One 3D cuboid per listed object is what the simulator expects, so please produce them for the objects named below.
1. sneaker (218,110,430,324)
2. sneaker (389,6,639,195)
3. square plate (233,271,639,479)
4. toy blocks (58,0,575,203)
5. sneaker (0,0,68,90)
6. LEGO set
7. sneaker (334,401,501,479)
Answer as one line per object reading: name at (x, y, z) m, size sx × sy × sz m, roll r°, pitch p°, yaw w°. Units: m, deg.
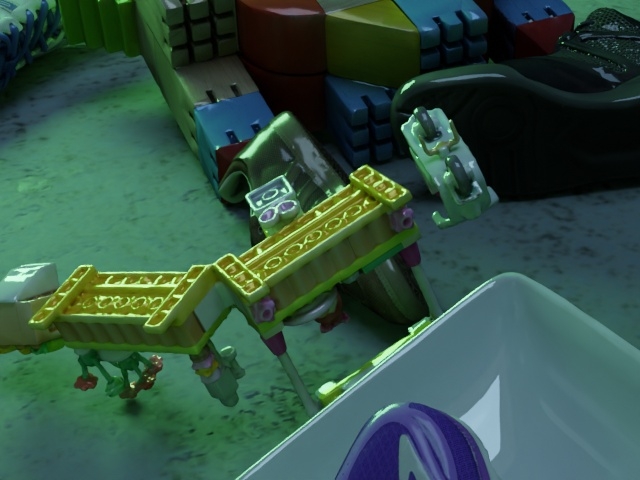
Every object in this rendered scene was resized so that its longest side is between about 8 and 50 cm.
sneaker at (0.000, 0.000, 0.831) m, size 0.071 × 0.066 × 0.188 m, roll -41°, pitch 43°, yaw 7°
sneaker at (0.154, -0.094, 0.929) m, size 0.227 × 0.087 × 0.130 m, roll -5°, pitch 28°, yaw -4°
square plate at (0.034, 0.191, 0.402) m, size 0.347 × 0.049 × 0.344 m, roll -38°, pitch 37°, yaw -11°
toy blocks at (0.027, -0.161, 1.011) m, size 0.381 × 0.191 × 0.261 m, roll -16°, pitch 43°, yaw -15°
sneaker at (-0.266, -0.156, 1.120) m, size 0.296 × 0.112 × 0.131 m, roll -22°, pitch 51°, yaw -23°
LEGO set at (-0.038, 0.043, 0.724) m, size 0.287 × 0.107 × 0.132 m, roll -22°, pitch 29°, yaw 8°
sneaker at (0.006, 0.112, 0.412) m, size 0.068 × 0.071 × 0.170 m, roll -1°, pitch 45°, yaw 32°
